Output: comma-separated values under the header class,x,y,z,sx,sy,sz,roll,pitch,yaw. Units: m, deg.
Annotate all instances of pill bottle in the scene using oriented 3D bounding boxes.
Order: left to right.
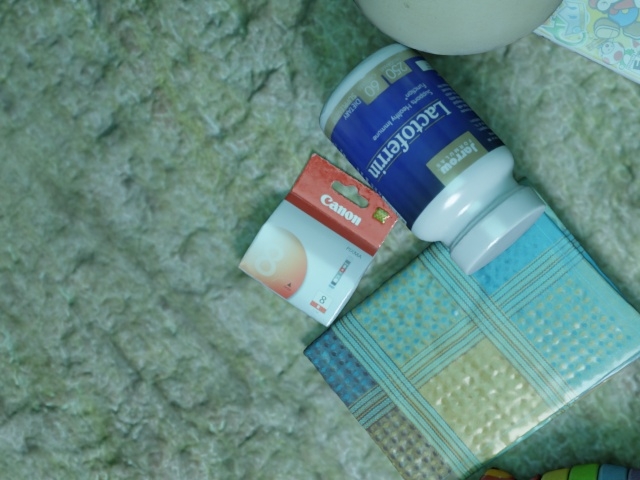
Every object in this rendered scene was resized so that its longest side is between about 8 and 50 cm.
class,x,y,z,sx,sy,sz,roll,pitch,yaw
pill bottle,0.135,-0.095,1.297,0.153,0.153,0.265,-44,77,11

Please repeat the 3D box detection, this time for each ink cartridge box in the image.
class,x,y,z,sx,sy,sz,roll,pitch,yaw
ink cartridge box,0.000,0.000,1.403,0.145,0.045,0.179,33,102,6

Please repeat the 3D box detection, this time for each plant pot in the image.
class,x,y,z,sx,sy,sz,roll,pitch,yaw
plant pot,0.154,-0.380,1.221,0.284,0.191,0.284,-3,70,8

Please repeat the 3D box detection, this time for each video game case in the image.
class,x,y,z,sx,sy,sz,roll,pitch,yaw
video game case,0.365,-0.331,1.318,0.206,0.026,0.227,28,99,7

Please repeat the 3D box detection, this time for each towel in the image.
class,x,y,z,sx,sy,sz,roll,pitch,yaw
towel,0.198,0.131,1.382,0.370,0.040,0.271,-39,86,13

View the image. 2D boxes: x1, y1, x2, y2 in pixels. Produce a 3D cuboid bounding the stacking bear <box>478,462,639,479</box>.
class,x,y,z,sx,sy,sz,roll,pitch,yaw
stacking bear,0.304,0.344,1.325,0.289,0.175,0.164,-4,85,20
